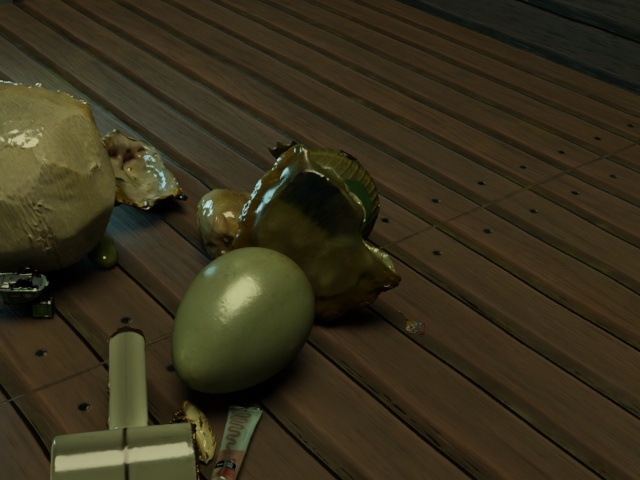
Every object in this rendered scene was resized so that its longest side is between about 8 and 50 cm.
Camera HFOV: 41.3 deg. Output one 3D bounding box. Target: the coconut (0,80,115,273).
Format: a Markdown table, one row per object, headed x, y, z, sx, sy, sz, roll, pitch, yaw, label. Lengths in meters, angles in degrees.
| x | y | z | sx | sy | sz | roll | pitch | yaw | label |
| --- | --- | --- | --- | --- | --- | --- | --- | --- | --- |
| -0.575 | -0.132 | 1.648 | 0.347 | 0.360 | 0.346 | -11 | 29 | 6 | coconut |

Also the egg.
| x | y | z | sx | sy | sz | roll | pitch | yaw | label |
| --- | --- | --- | --- | --- | --- | --- | --- | --- | --- |
| -0.136 | 0.140 | 1.439 | 0.219 | 0.218 | 0.295 | 20 | 48 | 24 | egg |

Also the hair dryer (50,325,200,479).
| x | y | z | sx | sy | sz | roll | pitch | yaw | label |
| --- | --- | --- | --- | --- | --- | --- | --- | --- | --- |
| -0.294 | 0.254 | 1.288 | 0.203 | 0.128 | 0.362 | -4 | 40 | -11 | hair dryer |

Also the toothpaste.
| x | y | z | sx | sy | sz | roll | pitch | yaw | label |
| --- | --- | --- | --- | --- | --- | --- | --- | --- | --- |
| -0.135 | 0.324 | 1.315 | 0.056 | 0.036 | 0.205 | 5 | 28 | 5 | toothpaste |

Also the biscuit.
| x | y | z | sx | sy | sz | roll | pitch | yaw | label |
| --- | --- | --- | --- | --- | --- | --- | --- | --- | --- |
| 0.000 | 0.000 | 1.611 | 0.335 | 0.329 | 0.078 | 18 | 3 | 9 | biscuit |

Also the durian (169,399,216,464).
| x | y | z | sx | sy | sz | roll | pitch | yaw | label |
| --- | --- | --- | --- | --- | --- | --- | --- | --- | --- |
| -0.208 | 0.304 | 1.345 | 0.066 | 0.052 | 0.130 | 31 | 19 | -36 | durian |

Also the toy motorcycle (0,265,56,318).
| x | y | z | sx | sy | sz | roll | pitch | yaw | label |
| --- | --- | --- | --- | --- | --- | --- | --- | --- | --- |
| -0.580 | 0.098 | 1.562 | 0.173 | 0.100 | 0.058 | 1 | 31 | -10 | toy motorcycle |

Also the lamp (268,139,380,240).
| x | y | z | sx | sy | sz | roll | pitch | yaw | label |
| --- | --- | --- | --- | --- | --- | --- | --- | --- | --- |
| -0.015 | -0.092 | 1.764 | 0.250 | 0.284 | 0.250 | -30 | 20 | 12 | lamp |

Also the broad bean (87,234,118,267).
| x | y | z | sx | sy | sz | roll | pitch | yaw | label |
| --- | --- | --- | --- | --- | --- | --- | --- | --- | --- |
| -0.447 | 0.025 | 1.746 | 0.063 | 0.045 | 0.083 | 7 | 37 | -21 | broad bean |

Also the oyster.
| x | y | z | sx | sy | sz | roll | pitch | yaw | label |
| --- | --- | --- | --- | --- | --- | --- | --- | --- | --- |
| -0.463 | -0.161 | 1.964 | 0.221 | 0.096 | 0.361 | 16 | 24 | -40 | oyster |

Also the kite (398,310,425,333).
| x | y | z | sx | sy | sz | roll | pitch | yaw | label |
| --- | --- | --- | --- | --- | --- | --- | --- | --- | --- |
| 0.180 | 0.158 | 1.645 | 0.044 | 0.002 | 0.078 | -2 | 33 | -10 | kite |

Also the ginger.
| x | y | z | sx | sy | sz | roll | pitch | yaw | label |
| --- | --- | --- | --- | --- | --- | --- | --- | --- | --- |
| -0.189 | -0.036 | 1.787 | 0.152 | 0.137 | 0.267 | 10 | 27 | 0 | ginger |
